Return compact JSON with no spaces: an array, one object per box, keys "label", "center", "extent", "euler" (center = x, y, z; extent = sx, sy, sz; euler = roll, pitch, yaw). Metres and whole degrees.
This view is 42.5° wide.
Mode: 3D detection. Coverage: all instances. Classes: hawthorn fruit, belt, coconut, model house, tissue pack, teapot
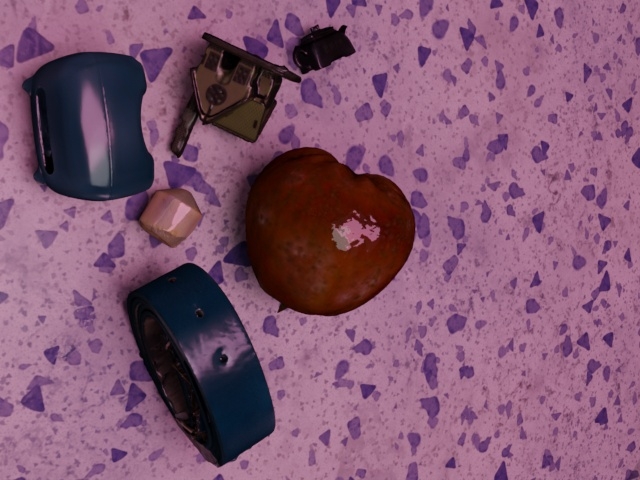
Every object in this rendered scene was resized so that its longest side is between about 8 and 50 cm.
[{"label":"hawthorn fruit","center":[0.000,0.000,1.861],"extent":[0.403,0.403,0.402],"euler":[-5,98,-35]},{"label":"belt","center":[-0.251,0.264,1.737],"extent":[0.173,0.300,0.436],"euler":[-26,113,-29]},{"label":"coconut","center":[-0.317,-0.056,1.765],"extent":[0.116,0.116,0.122],"euler":[39,77,-33]},{"label":"model house","center":[-0.194,-0.280,1.792],"extent":[0.218,0.205,0.278],"euler":[25,101,1]},{"label":"tissue pack","center":[-0.450,-0.218,1.597],"extent":[0.206,0.198,0.287],"euler":[-12,105,-36]},{"label":"teapot","center":[0.003,-0.466,1.966],"extent":[0.177,0.087,0.096],"euler":[-32,108,-29]}]
